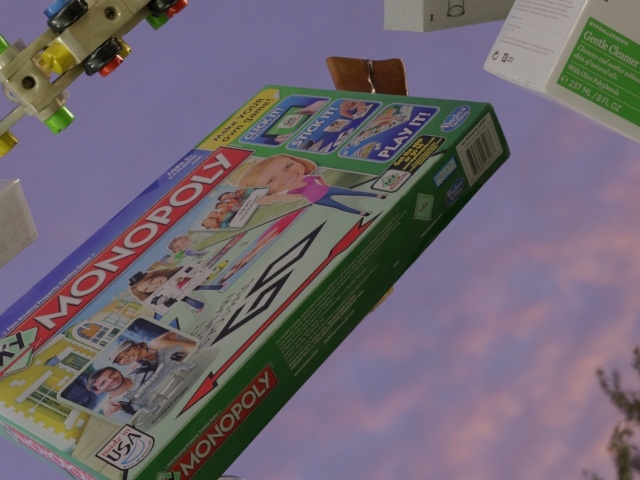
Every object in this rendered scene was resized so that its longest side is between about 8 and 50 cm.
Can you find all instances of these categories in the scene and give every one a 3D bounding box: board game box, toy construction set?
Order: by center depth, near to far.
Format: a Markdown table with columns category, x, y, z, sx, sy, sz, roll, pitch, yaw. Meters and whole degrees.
| category | x | y | z | sx | sy | sz | roll | pitch | yaw |
| --- | --- | --- | --- | --- | --- | --- | --- | --- | --- |
| board game box | -0.059 | 0.015 | 0.651 | 0.317 | 0.213 | 0.046 | -46 | -52 | -28 |
| toy construction set | -0.266 | -0.243 | 1.172 | 0.151 | 0.215 | 0.327 | 35 | -109 | -23 |

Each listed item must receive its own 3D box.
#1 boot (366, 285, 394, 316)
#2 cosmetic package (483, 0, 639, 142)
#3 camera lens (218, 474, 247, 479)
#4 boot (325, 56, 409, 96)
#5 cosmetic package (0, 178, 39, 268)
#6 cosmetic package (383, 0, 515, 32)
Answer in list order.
| category | x | y | z | sx | sy | sz | roll | pitch | yaw |
| --- | --- | --- | --- | --- | --- | --- | --- | --- | --- |
| boot | 0.001 | -0.001 | 1.337 | 0.104 | 0.211 | 0.295 | -41 | 4 | 25 |
| cosmetic package | 0.380 | -0.327 | 1.287 | 0.197 | 0.155 | 0.365 | 19 | -78 | -27 |
| camera lens | -0.156 | 0.470 | 1.419 | 0.219 | 0.274 | 0.219 | -17 | -25 | -8 |
| boot | 0.052 | -0.217 | 1.830 | 0.264 | 0.280 | 0.096 | -5 | -30 | -14 |
| cosmetic package | -0.491 | 0.010 | 1.448 | 0.239 | 0.060 | 0.099 | -52 | -45 | -54 |
| cosmetic package | 0.261 | -0.528 | 1.860 | 0.377 | 0.097 | 0.284 | -20 | -63 | -44 |
